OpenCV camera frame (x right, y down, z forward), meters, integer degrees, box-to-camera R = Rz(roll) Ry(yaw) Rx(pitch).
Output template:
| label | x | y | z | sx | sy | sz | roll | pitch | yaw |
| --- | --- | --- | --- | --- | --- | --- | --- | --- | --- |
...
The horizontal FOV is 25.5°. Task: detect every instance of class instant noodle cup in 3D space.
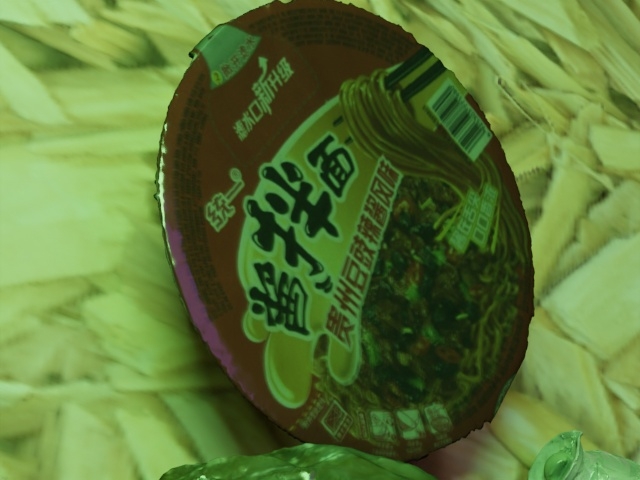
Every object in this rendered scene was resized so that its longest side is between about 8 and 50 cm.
| label | x | y | z | sx | sy | sz | roll | pitch | yaw |
| --- | --- | --- | --- | --- | --- | --- | --- | --- | --- |
| instant noodle cup | 0.000 | 0.000 | 0.818 | 0.274 | 0.090 | 0.274 | 14 | 67 | -35 |

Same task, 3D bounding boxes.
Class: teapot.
| label | x | y | z | sx | sy | sz | roll | pitch | yaw |
| --- | --- | --- | --- | --- | --- | --- | --- | --- | --- |
| teapot | 0.167 | 0.167 | 0.918 | 0.064 | 0.064 | 0.083 | 36 | 87 | -14 |

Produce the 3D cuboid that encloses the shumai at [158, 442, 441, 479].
| label | x | y | z | sx | sy | sz | roll | pitch | yaw |
| --- | --- | --- | --- | --- | --- | --- | --- | --- | --- |
| shumai | 0.001 | 0.282 | 0.693 | 0.263 | 0.304 | 0.309 | 63 | 36 | -51 |
